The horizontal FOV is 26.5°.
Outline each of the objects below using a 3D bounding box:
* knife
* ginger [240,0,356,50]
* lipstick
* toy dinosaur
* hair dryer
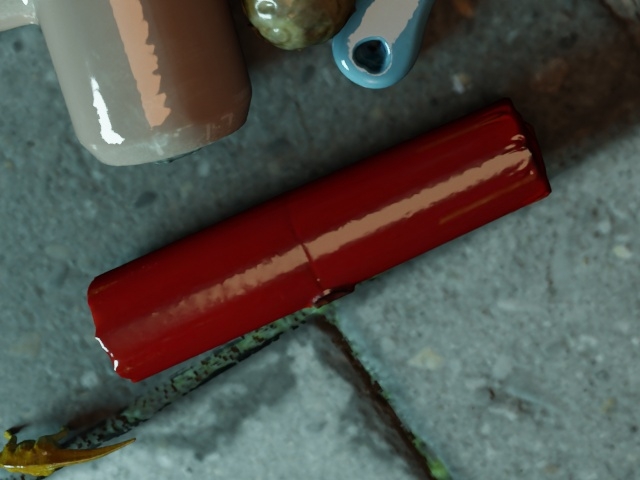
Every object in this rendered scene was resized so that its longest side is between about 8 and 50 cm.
[{"bbox_3d":[0.089,-0.190,0.764,0.058,0.032,0.244,35,101,-5],"label":"knife"},{"bbox_3d":[0.027,-0.191,0.721,0.080,0.104,0.204,35,105,-34],"label":"ginger"},{"bbox_3d":[0.000,-0.001,0.801,0.280,0.073,0.073,-24,105,10],"label":"lipstick"},{"bbox_3d":[-0.171,0.134,0.865,0.113,0.041,0.026,-10,103,0],"label":"toy dinosaur"},{"bbox_3d":[-0.220,-0.120,0.769,0.344,0.107,0.189,-10,109,14],"label":"hair dryer"}]
